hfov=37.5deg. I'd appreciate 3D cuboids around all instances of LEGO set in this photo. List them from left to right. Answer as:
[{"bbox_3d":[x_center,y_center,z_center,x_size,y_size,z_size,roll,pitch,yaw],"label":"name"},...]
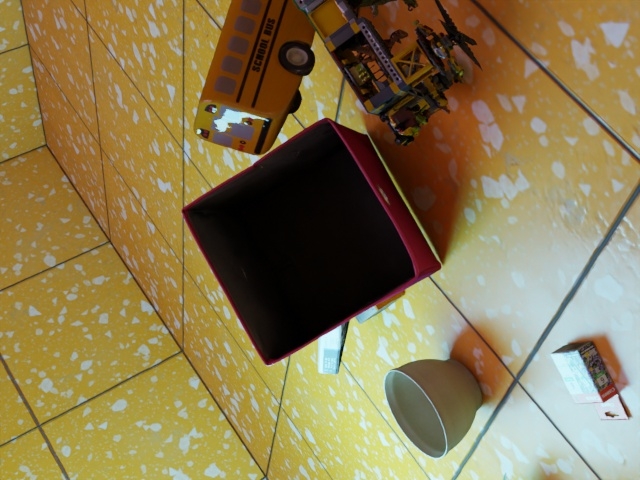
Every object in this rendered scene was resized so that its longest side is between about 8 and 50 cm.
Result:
[{"bbox_3d":[0.093,-0.300,1.129,0.331,0.192,0.255,61,-162,13],"label":"LEGO set"}]

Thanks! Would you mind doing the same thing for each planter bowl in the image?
[{"bbox_3d":[0.195,0.260,1.545,0.162,0.109,0.162,45,149,36],"label":"planter bowl"}]

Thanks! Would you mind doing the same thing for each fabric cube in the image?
[{"bbox_3d":[0.000,0.000,1.383,0.254,0.259,0.258,61,-167,7],"label":"fabric cube"}]

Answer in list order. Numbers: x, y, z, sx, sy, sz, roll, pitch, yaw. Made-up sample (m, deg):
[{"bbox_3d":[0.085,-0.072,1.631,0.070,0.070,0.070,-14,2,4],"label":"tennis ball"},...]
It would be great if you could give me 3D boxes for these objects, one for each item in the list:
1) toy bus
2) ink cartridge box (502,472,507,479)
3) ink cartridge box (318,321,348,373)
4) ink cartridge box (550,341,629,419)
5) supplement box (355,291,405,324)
[{"bbox_3d":[-0.066,-0.282,1.288,0.108,0.130,0.333,117,167,-62],"label":"toy bus"},{"bbox_3d":[0.314,0.502,1.514,0.235,0.056,0.171,94,175,-48],"label":"ink cartridge box"},{"bbox_3d":[0.033,0.098,1.692,0.206,0.045,0.208,90,-172,-47],"label":"ink cartridge box"},{"bbox_3d":[0.357,0.193,1.249,0.115,0.029,0.063,64,156,0],"label":"ink cartridge box"},{"bbox_3d":[0.098,0.106,1.641,0.036,0.062,0.098,58,156,8],"label":"supplement box"}]
